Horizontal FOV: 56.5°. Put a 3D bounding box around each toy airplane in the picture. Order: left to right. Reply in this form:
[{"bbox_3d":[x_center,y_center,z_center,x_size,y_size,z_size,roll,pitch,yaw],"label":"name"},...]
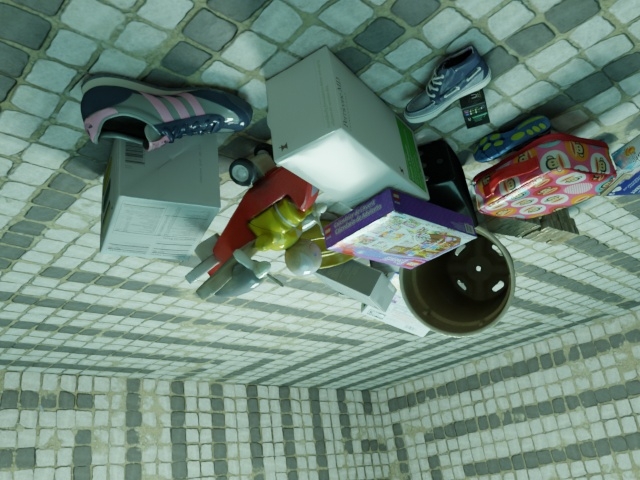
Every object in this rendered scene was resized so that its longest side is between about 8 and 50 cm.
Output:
[{"bbox_3d":[-0.129,0.003,1.359,0.272,0.386,0.384,36,166,2],"label":"toy airplane"}]

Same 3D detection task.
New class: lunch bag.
[{"bbox_3d":[0.511,-0.144,1.421,0.258,0.120,0.293,2,161,-29],"label":"lunch bag"}]

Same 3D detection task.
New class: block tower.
[{"bbox_3d":[0.627,-0.060,1.787,0.336,0.090,0.097,11,149,-34],"label":"block tower"}]

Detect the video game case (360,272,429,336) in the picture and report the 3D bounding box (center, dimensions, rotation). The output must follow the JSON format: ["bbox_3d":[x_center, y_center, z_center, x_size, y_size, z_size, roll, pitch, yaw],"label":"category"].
[{"bbox_3d":[0.322,0.219,2.156,0.270,0.061,0.244,23,130,-14],"label":"video game case"}]

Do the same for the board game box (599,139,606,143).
[{"bbox_3d":[0.672,-0.182,1.601,0.160,0.039,0.211,-13,155,12],"label":"board game box"}]

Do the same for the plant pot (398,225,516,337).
[{"bbox_3d":[0.449,0.102,1.815,0.334,0.333,0.305,-22,173,27],"label":"plant pot"}]

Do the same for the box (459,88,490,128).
[{"bbox_3d":[0.319,-0.284,1.245,0.052,0.062,0.083,-15,154,17],"label":"box"}]

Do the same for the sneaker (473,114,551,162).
[{"bbox_3d":[0.453,-0.227,1.404,0.188,0.067,0.078,-24,145,25],"label":"sneaker"}]

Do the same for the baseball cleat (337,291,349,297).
[{"bbox_3d":[0.090,0.175,2.153,0.110,0.072,0.206,-18,151,31],"label":"baseball cleat"}]

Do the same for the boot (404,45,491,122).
[{"bbox_3d":[0.235,-0.310,1.176,0.190,0.069,0.086,-29,142,23],"label":"boot"}]

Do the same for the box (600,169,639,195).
[{"bbox_3d":[0.931,-0.177,1.695,0.226,0.036,0.136,-5,155,-10],"label":"box"}]

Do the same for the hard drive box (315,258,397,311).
[{"bbox_3d":[0.102,0.123,1.878,0.232,0.089,0.181,23,169,29],"label":"hard drive box"}]

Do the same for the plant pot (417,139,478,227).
[{"bbox_3d":[0.262,-0.131,1.440,0.188,0.188,0.167,-13,143,12],"label":"plant pot"}]

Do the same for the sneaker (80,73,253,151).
[{"bbox_3d":[-0.282,-0.218,1.124,0.319,0.131,0.112,1,153,-20],"label":"sneaker"}]

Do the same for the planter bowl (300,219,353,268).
[{"bbox_3d":[0.000,0.000,1.726,0.217,0.090,0.217,-6,154,-3],"label":"planter bowl"}]

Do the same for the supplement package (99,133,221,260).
[{"bbox_3d":[-0.347,-0.103,1.267,0.198,0.199,0.262,5,152,-26],"label":"supplement package"}]

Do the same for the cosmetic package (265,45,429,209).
[{"bbox_3d":[0.062,-0.194,1.207,0.155,0.196,0.366,-22,153,27],"label":"cosmetic package"}]

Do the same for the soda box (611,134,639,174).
[{"bbox_3d":[0.833,-0.239,1.504,0.063,0.058,0.183,4,152,-24],"label":"soda box"}]

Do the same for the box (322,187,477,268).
[{"bbox_3d":[0.180,-0.017,1.327,0.293,0.057,0.201,14,147,-41],"label":"box"}]

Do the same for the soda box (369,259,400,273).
[{"bbox_3d":[0.200,0.009,1.804,0.098,0.091,0.286,-7,155,-2],"label":"soda box"}]
